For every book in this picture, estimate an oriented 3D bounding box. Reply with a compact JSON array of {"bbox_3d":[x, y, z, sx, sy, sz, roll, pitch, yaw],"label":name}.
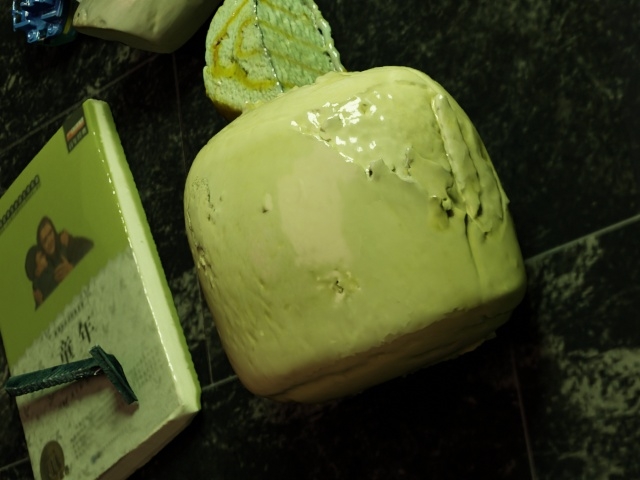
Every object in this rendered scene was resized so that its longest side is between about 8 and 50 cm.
[{"bbox_3d":[-0.235,0.070,1.577,0.239,0.035,0.352,-42,55,35],"label":"book"}]

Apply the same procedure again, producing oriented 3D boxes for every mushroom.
[{"bbox_3d":[-0.122,-0.258,1.478,0.247,0.096,0.108,-51,50,21],"label":"mushroom"}]

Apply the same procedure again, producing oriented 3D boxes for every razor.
[{"bbox_3d":[-0.236,0.128,1.527,0.190,0.033,0.066,-14,116,47],"label":"razor"}]

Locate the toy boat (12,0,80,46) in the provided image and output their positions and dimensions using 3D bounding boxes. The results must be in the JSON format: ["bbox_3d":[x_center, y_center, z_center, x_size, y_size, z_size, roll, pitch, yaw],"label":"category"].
[{"bbox_3d":[-0.291,-0.289,1.647,0.091,0.110,0.175,-8,75,45],"label":"toy boat"}]

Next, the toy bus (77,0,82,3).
[{"bbox_3d":[-0.195,-0.311,1.517,0.074,0.081,0.226,-54,4,-31],"label":"toy bus"}]

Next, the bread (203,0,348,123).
[{"bbox_3d":[-0.045,-0.132,1.368,0.110,0.103,0.156,-38,51,29],"label":"bread"}]

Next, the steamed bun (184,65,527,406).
[{"bbox_3d":[0.000,0.000,1.209,0.273,0.166,0.232,-17,96,40],"label":"steamed bun"}]
